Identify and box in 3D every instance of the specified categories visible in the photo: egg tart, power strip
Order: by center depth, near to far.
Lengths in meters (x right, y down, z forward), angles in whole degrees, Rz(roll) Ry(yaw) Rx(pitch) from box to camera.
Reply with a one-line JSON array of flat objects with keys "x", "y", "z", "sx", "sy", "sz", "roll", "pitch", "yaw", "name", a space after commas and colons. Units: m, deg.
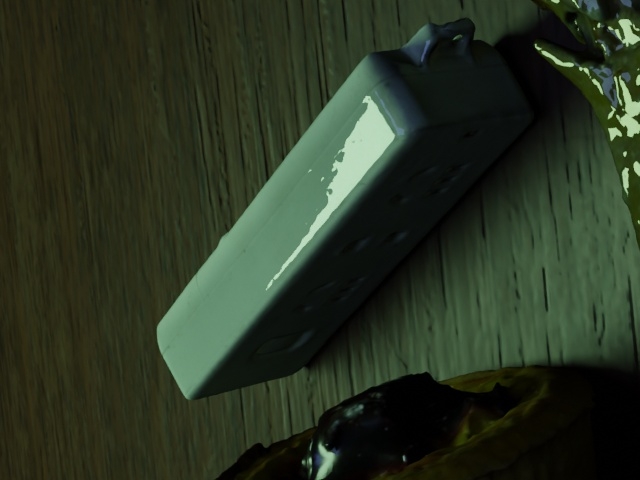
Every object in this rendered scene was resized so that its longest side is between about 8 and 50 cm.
[{"x": 0.054, "y": 0.155, "z": 0.793, "sx": 0.215, "sy": 0.215, "sz": 0.170, "roll": -15, "pitch": 96, "yaw": 52, "name": "egg tart"}, {"x": 0.000, "y": 0.000, "z": 0.907, "sx": 0.338, "sy": 0.098, "sz": 0.058, "roll": -49, "pitch": 62, "yaw": 45, "name": "power strip"}]

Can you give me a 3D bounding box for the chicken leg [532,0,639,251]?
[{"x": 0.140, "y": -0.137, "z": 0.673, "sx": 0.201, "sy": 0.153, "sz": 0.429, "roll": -20, "pitch": 88, "yaw": 44, "name": "chicken leg"}]
